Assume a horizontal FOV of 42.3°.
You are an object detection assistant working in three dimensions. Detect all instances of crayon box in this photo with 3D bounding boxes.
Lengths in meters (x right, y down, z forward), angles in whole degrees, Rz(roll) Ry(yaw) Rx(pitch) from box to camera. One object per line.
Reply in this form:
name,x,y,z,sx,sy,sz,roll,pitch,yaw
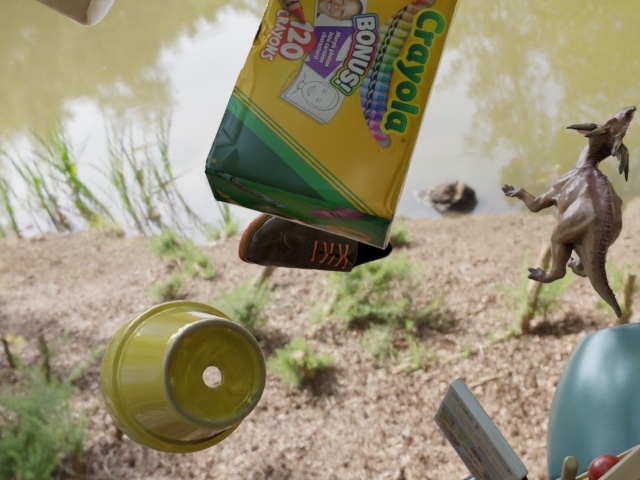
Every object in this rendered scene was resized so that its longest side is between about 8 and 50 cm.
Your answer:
crayon box,0.021,-0.148,0.754,0.165,0.081,0.278,16,72,6

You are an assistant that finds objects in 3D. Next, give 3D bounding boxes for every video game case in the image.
video game case,0.127,0.165,0.677,0.011,0.122,0.087,-30,68,-13

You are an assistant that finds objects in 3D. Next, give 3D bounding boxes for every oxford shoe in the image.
oxford shoe,0.000,0.000,1.196,0.098,0.097,0.271,30,26,37

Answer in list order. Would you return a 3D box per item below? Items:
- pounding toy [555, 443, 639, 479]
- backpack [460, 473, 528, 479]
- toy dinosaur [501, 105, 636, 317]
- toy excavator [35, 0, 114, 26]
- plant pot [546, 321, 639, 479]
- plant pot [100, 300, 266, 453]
pounding toy,0.220,0.224,0.682,0.141,0.100,0.130,-13,-25,-46
backpack,0.249,0.413,1.163,0.158,0.117,0.173,-37,68,12
toy dinosaur,0.372,-0.052,1.139,0.127,0.200,0.295,14,50,-22
toy excavator,-0.149,-0.484,0.803,0.433,0.222,0.445,-55,12,47
plant pot,0.447,0.222,1.142,0.290,0.290,0.195,-11,69,16
plant pot,-0.204,0.216,1.322,0.254,0.254,0.239,-34,6,-26
